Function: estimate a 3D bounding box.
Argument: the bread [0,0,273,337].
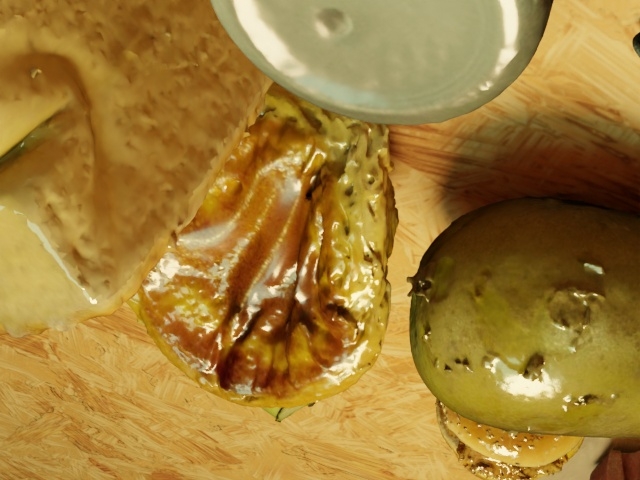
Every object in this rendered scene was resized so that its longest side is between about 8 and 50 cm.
[{"bbox_3d":[-0.265,-0.128,0.819,0.371,0.390,0.279,-6,128,36],"label":"bread"}]

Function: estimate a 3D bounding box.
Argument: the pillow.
[{"bbox_3d":[0.338,0.296,1.381,0.173,0.067,0.270,15,147,-1],"label":"pillow"}]

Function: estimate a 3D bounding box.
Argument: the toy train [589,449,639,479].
[{"bbox_3d":[0.445,0.369,1.325,0.221,0.150,0.304,5,148,-2],"label":"toy train"}]

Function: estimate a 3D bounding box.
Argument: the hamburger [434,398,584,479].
[{"bbox_3d":[0.221,0.194,1.181,0.181,0.191,0.118,26,153,29],"label":"hamburger"}]

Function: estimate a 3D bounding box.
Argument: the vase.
[{"bbox_3d":[0.068,-0.224,0.573,0.245,0.291,0.245,13,146,9],"label":"vase"}]

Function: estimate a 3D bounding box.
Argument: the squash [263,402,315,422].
[{"bbox_3d":[-0.113,0.147,1.364,0.287,0.137,0.137,28,147,-7],"label":"squash"}]

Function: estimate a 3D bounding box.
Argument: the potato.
[{"bbox_3d":[0.260,0.072,0.939,0.359,0.219,0.270,5,-171,9],"label":"potato"}]

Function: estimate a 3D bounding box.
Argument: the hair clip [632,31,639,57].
[{"bbox_3d":[0.322,-0.079,0.840,0.070,0.039,0.230,1,134,39],"label":"hair clip"}]

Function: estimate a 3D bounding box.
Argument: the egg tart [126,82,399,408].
[{"bbox_3d":[-0.060,-0.003,1.024,0.339,0.153,0.352,1,105,27],"label":"egg tart"}]
